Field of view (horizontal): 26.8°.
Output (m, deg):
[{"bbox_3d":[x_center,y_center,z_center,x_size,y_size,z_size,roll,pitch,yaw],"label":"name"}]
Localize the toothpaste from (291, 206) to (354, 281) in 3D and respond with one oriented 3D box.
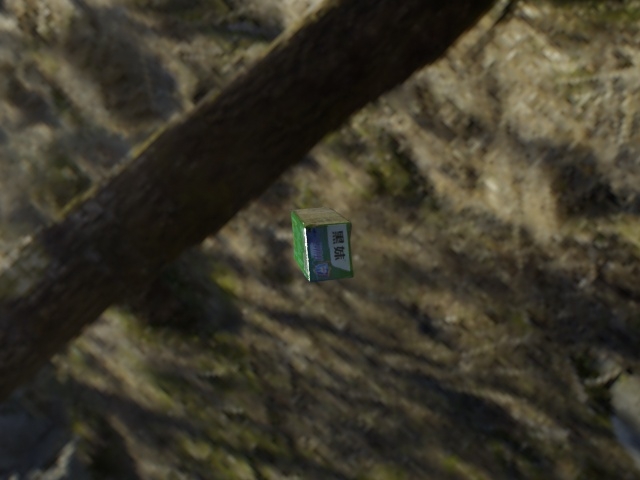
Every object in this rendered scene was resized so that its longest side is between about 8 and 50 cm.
[{"bbox_3d":[0.000,0.000,0.486,0.083,0.017,0.020,-130,35,-84],"label":"toothpaste"}]
